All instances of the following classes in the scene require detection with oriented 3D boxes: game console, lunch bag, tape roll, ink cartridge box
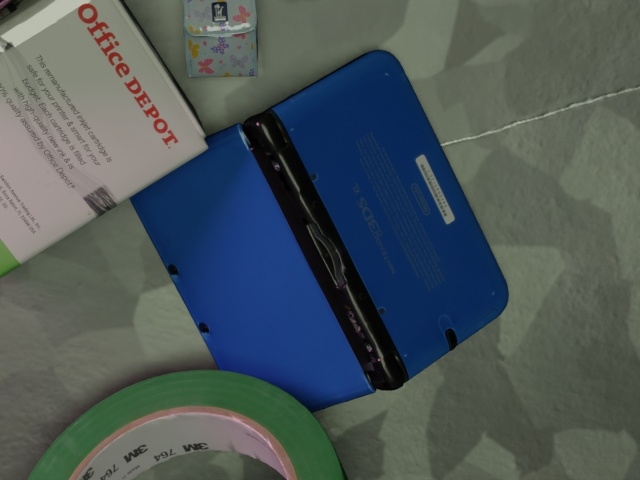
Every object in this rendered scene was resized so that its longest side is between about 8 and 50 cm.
[{"bbox_3d":[0.000,0.000,1.582,0.250,0.173,0.293,-32,102,-28],"label":"game console"},{"bbox_3d":[-0.094,-0.198,1.522,0.071,0.053,0.083,-1,116,-3],"label":"lunch bag"},{"bbox_3d":[-0.125,0.274,1.491,0.321,0.321,0.077,-18,141,1],"label":"tape roll"},{"bbox_3d":[-0.270,-0.109,1.488,0.272,0.115,0.198,-31,114,2],"label":"ink cartridge box"}]
